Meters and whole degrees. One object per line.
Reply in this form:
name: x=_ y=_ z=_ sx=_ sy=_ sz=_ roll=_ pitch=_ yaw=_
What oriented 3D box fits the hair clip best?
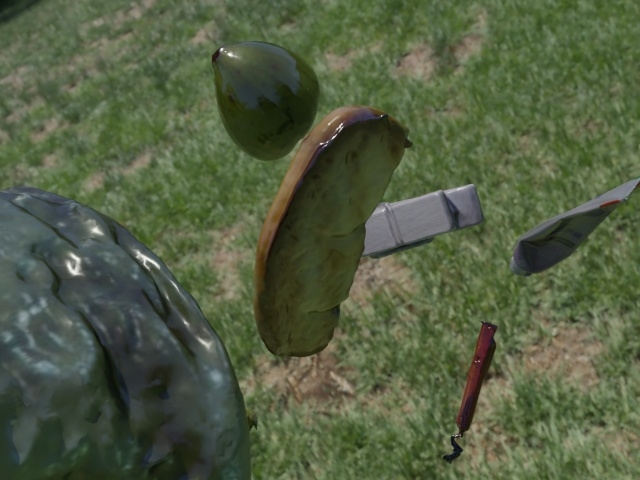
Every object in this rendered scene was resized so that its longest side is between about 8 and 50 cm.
hair clip: x=0.105 y=-0.018 z=1.423 sx=0.101 sy=0.085 sz=0.331 roll=-14 pitch=1 yaw=-39

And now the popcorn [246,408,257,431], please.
popcorn: x=-0.232 y=0.439 z=1.489 sx=0.290 sy=0.321 sz=0.326 roll=-22 pitch=52 yaw=-33

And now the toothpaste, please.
toothpaste: x=0.316 y=-0.017 z=1.141 sx=0.075 sy=0.048 sz=0.301 roll=-9 pitch=-18 yaw=-20

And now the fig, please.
fig: x=-0.109 y=-0.262 z=1.645 sx=0.203 sy=0.225 sz=0.203 roll=-42 pitch=27 yaw=27

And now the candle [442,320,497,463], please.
candle: x=0.175 y=0.177 z=1.054 sx=0.021 sy=0.026 sz=0.167 roll=7 pitch=80 yaw=64

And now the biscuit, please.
biscuit: x=-0.003 y=0.002 z=0.917 sx=0.154 sy=0.299 sz=0.045 roll=-9 pitch=38 yaw=-46

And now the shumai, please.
shumai: x=-0.270 y=0.140 z=0.600 sx=0.397 sy=0.324 sz=0.323 roll=38 pitch=25 yaw=23
